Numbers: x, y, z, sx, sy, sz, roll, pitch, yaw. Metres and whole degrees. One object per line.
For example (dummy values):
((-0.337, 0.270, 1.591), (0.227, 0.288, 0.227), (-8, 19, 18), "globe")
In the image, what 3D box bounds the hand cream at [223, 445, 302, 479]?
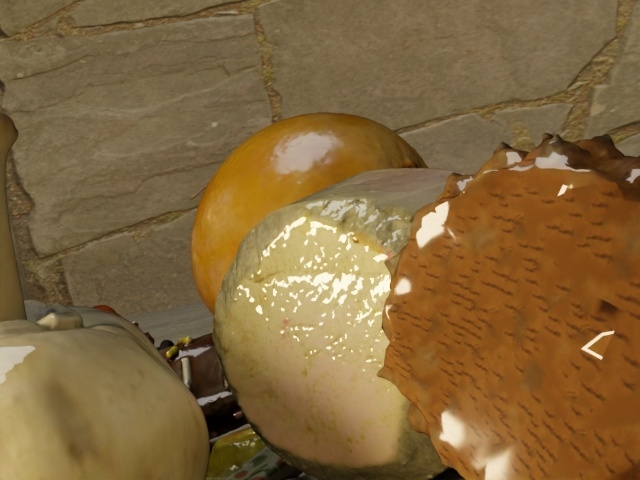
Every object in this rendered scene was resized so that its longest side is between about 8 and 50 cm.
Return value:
((-0.069, 0.193, 1.145), (0.057, 0.037, 0.165), (-12, 9, 45), "hand cream")

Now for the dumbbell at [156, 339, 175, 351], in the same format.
((-0.124, 0.149, 1.689), (0.208, 0.099, 0.099), (-15, 2, 3), "dumbbell")

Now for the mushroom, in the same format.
((-0.234, 0.083, 1.004), (0.314, 0.336, 0.314), (-6, 6, 1), "mushroom")

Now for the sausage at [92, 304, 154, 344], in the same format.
((-0.278, 0.164, 1.693), (0.102, 0.102, 0.330), (-13, 15, 16), "sausage")

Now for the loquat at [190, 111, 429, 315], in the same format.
((0.000, 0.000, 1.846), (0.328, 0.328, 0.328), (-14, 2, 0), "loquat")

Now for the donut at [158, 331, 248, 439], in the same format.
((-0.126, 0.145, 1.375), (0.270, 0.103, 0.270), (-21, -5, -2), "donut")

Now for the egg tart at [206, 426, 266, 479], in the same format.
((-0.055, 0.179, 1.247), (0.105, 0.039, 0.105), (-13, 4, 1), "egg tart")

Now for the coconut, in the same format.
((0.059, 0.058, 1.121), (0.239, 0.239, 0.244), (-13, 2, 30), "coconut")

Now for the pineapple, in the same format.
((0.187, 0.057, 0.912), (0.223, 0.223, 0.357), (-13, -11, 24), "pineapple")
